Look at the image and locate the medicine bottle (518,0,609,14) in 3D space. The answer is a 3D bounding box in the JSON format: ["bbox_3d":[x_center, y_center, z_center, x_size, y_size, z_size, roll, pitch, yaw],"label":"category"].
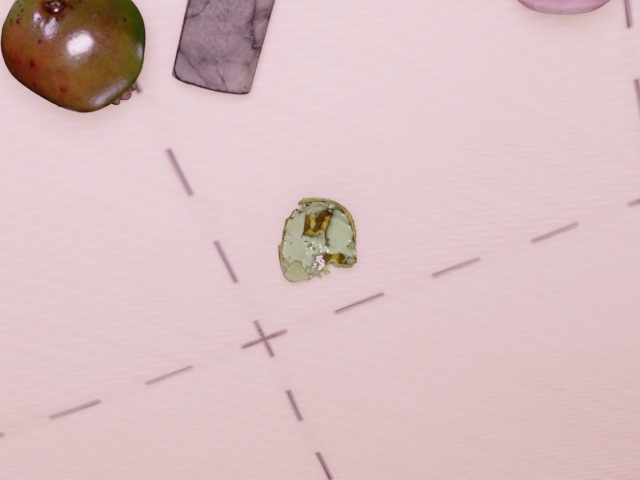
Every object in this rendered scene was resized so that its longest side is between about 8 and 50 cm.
[{"bbox_3d":[0.318,-0.423,1.118,0.147,0.147,0.247,-8,123,-4],"label":"medicine bottle"}]

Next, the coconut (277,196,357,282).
[{"bbox_3d":[-0.003,-0.002,1.387,0.133,0.055,0.158,22,118,-23],"label":"coconut"}]

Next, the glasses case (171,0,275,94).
[{"bbox_3d":[-0.109,-0.340,1.148,0.114,0.060,0.299,10,120,-15],"label":"glasses case"}]

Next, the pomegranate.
[{"bbox_3d":[-0.303,-0.241,1.133,0.180,0.179,0.209,-21,159,5],"label":"pomegranate"}]
